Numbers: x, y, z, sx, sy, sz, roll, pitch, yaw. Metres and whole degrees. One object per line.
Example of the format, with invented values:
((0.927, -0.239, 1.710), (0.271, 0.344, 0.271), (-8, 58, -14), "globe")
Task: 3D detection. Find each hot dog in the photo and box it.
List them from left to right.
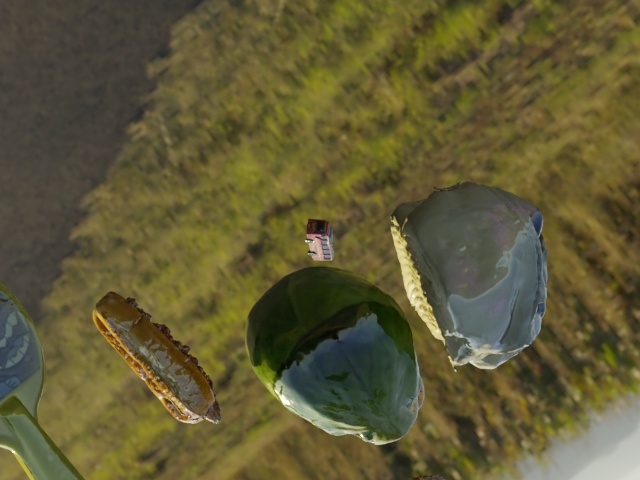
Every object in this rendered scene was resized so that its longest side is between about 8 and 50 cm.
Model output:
((-0.230, 0.172, 1.890), (0.076, 0.249, 0.102), (-41, 177, -27), "hot dog")

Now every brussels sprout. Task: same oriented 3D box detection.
((0.029, 0.164, 1.852), (0.219, 0.271, 0.210), (-40, -167, 2), "brussels sprout")

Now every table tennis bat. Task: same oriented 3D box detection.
((-0.400, 0.194, 1.603), (0.054, 0.369, 0.224), (-25, -168, 38), "table tennis bat")

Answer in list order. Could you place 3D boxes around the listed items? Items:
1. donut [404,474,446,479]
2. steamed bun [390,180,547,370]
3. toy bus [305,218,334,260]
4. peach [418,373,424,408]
((0.129, 0.426, 1.852), (0.074, 0.174, 0.190), (-4, -125, 40), "donut")
((0.231, 0.036, 1.894), (0.206, 0.275, 0.320), (-24, -154, -6), "steamed bun")
((0.000, 0.000, 2.084), (0.043, 0.031, 0.110), (4, 158, 6), "toy bus")
((0.137, 0.233, 2.067), (0.050, 0.083, 0.077), (-17, 168, 26), "peach")
